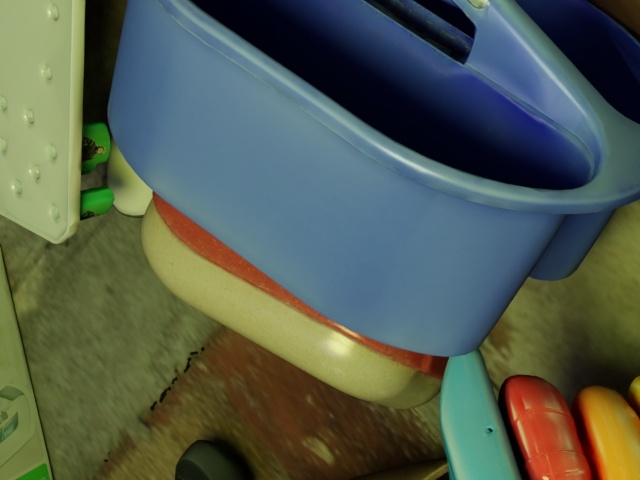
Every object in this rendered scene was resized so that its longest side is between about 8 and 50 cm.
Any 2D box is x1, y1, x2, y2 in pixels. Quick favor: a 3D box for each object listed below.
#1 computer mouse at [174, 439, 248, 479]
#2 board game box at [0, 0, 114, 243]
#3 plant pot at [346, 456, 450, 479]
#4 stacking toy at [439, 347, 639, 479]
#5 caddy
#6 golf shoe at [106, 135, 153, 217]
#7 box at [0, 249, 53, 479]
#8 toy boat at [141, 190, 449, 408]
[{"bbox_3d":[-0.067,0.252,1.442,0.071,0.041,0.242,25,128,43],"label":"computer mouse"},{"bbox_3d":[-0.269,-0.241,1.337,0.390,0.050,0.390,26,121,40],"label":"board game box"},{"bbox_3d":[0.035,0.243,1.278,0.230,0.215,0.215,-5,105,52],"label":"plant pot"},{"bbox_3d":[0.226,0.133,1.088,0.302,0.175,0.165,-13,131,-1],"label":"stacking toy"},{"bbox_3d":[0.039,-0.098,1.107,0.341,0.241,0.179,35,130,19],"label":"caddy"},{"bbox_3d":[-0.111,-0.084,1.309,0.077,0.094,0.198,43,128,13],"label":"golf shoe"},{"bbox_3d":[-0.365,0.128,1.542,0.262,0.127,0.231,-2,105,36],"label":"box"},{"bbox_3d":[0.000,0.000,1.253,0.231,0.151,0.151,28,91,23],"label":"toy boat"}]
